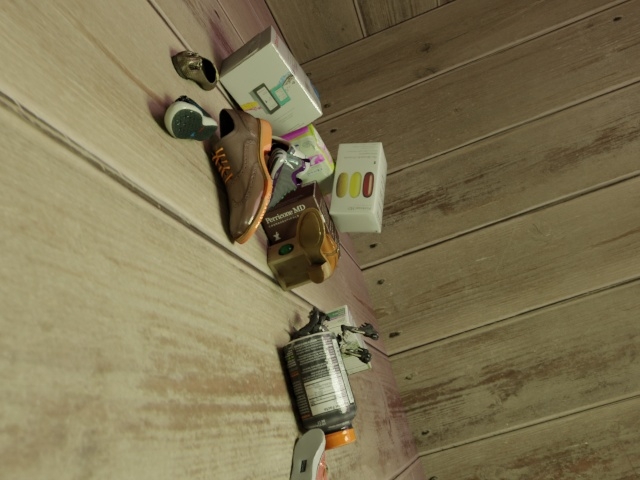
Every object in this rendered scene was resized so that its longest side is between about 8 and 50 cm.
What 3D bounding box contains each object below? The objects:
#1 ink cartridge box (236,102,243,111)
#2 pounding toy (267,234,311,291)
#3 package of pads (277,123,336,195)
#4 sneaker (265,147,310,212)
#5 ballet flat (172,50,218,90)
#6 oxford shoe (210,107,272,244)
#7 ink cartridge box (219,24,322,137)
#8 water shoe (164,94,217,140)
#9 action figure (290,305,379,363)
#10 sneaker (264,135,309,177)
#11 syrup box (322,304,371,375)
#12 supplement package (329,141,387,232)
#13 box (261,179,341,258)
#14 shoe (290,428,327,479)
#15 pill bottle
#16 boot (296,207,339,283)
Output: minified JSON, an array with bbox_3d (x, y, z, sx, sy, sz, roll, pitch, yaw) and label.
[{"bbox_3d":[-0.197,-0.372,1.738,0.181,0.056,0.224,-84,155,-70],"label":"ink cartridge box"},{"bbox_3d":[-0.067,0.037,1.387,0.100,0.130,0.141,-98,164,-53],"label":"pounding toy"},{"bbox_3d":[-0.071,-0.215,1.582,0.296,0.229,0.101,50,22,-66],"label":"package of pads"},{"bbox_3d":[-0.102,-0.123,1.295,0.223,0.098,0.083,120,-27,-42],"label":"sneaker"},{"bbox_3d":[-0.290,-0.423,1.281,0.250,0.058,0.084,-53,123,-79],"label":"ballet flat"},{"bbox_3d":[-0.197,-0.155,1.198,0.133,0.130,0.363,22,47,-32],"label":"oxford shoe"},{"bbox_3d":[-0.152,-0.483,1.626,0.270,0.197,0.198,50,19,-31],"label":"ink cartridge box"},{"bbox_3d":[-0.275,-0.249,1.041,0.080,0.073,0.203,49,4,3],"label":"water shoe"},{"bbox_3d":[0.015,0.263,1.375,0.276,0.141,0.164,15,78,-33],"label":"action figure"},{"bbox_3d":[-0.135,-0.241,1.370,0.258,0.094,0.091,19,-23,41],"label":"sneaker"},{"bbox_3d":[0.088,0.339,1.764,0.096,0.093,0.236,-94,162,-58],"label":"syrup box"},{"bbox_3d":[0.120,-0.158,1.580,0.134,0.139,0.244,59,35,-60],"label":"supplement package"},{"bbox_3d":[-0.054,-0.037,1.496,0.167,0.169,0.203,-87,155,-68],"label":"box"},{"bbox_3d":[-0.015,0.462,1.032,0.178,0.064,0.081,-70,141,-68],"label":"shoe"},{"bbox_3d":[0.004,0.340,1.176,0.130,0.131,0.245,42,30,-71],"label":"pill bottle"},{"bbox_3d":[0.000,0.000,1.327,0.152,0.073,0.197,-43,131,-66],"label":"boot"}]
